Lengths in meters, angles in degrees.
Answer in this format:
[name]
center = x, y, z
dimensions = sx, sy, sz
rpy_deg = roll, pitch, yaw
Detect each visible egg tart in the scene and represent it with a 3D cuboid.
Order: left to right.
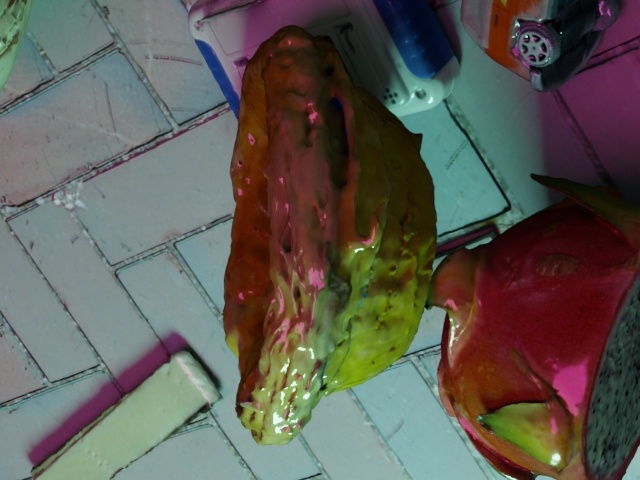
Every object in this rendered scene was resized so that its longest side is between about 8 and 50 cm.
[egg tart]
center = 0.000, 0.000, 1.688
dimensions = 0.169, 0.388, 0.388
rpy_deg = 4, 132, -13

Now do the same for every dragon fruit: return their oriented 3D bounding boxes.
[dragon fruit]
center = 0.218, 0.083, 1.711
dimensions = 0.189, 0.290, 0.290
rpy_deg = 20, 130, 28

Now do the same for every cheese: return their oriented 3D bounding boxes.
[cheese]
center = -0.248, 0.243, 2.306
dimensions = 0.085, 0.034, 0.400
rpy_deg = 51, 134, 0

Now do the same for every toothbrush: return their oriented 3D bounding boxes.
[toothbrush]
center = 0.110, 0.028, 1.915
dimensions = 0.194, 0.017, 0.014
rpy_deg = -25, 109, 41

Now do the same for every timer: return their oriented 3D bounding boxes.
[timer]
center = -0.004, -0.185, 1.801
dimensions = 0.253, 0.078, 0.178
rpy_deg = -14, 112, 40

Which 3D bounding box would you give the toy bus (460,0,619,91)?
[toy bus]
center = 0.196, -0.262, 1.587
dimensions = 0.120, 0.121, 0.265
rpy_deg = 30, 134, 26

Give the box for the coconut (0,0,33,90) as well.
[coconut]
center = -0.460, -0.280, 1.884
dimensions = 0.346, 0.360, 0.346
rpy_deg = 5, 142, 4
